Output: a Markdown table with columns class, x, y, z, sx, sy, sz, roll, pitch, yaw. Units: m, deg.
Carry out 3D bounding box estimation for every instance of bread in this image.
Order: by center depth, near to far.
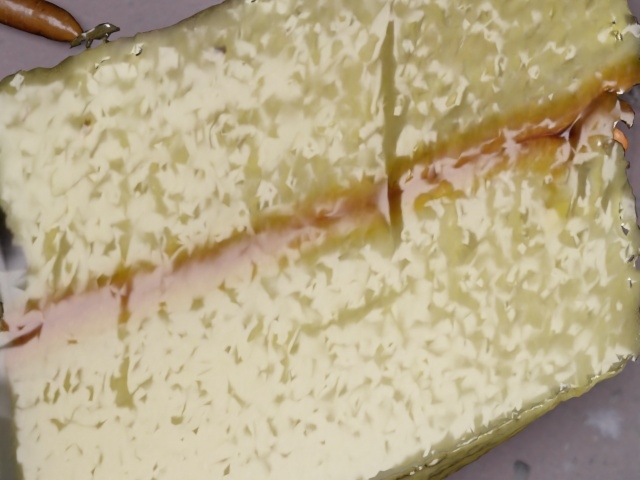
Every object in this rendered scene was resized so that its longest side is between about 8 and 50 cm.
| class | x | y | z | sx | sy | sz | roll | pitch | yaw |
| --- | --- | --- | --- | --- | --- | --- | --- | --- | --- |
| bread | 0.000 | 0.000 | 1.075 | 0.405 | 0.242 | 0.345 | -28 | 72 | 30 |

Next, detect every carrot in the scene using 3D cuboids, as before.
| class | x | y | z | sx | sy | sz | roll | pitch | yaw |
| --- | --- | --- | --- | --- | --- | --- | --- | --- | --- |
| carrot | -0.241 | -0.175 | 1.275 | 0.190 | 0.037 | 0.037 | 29 | 88 | 9 |

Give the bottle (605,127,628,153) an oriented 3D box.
| class | x | y | z | sx | sy | sz | roll | pitch | yaw |
| --- | --- | --- | --- | --- | --- | --- | --- | --- | --- |
| bottle | 0.115 | -0.003 | 1.166 | 0.069 | 0.069 | 0.187 | 35 | 91 | 13 |
